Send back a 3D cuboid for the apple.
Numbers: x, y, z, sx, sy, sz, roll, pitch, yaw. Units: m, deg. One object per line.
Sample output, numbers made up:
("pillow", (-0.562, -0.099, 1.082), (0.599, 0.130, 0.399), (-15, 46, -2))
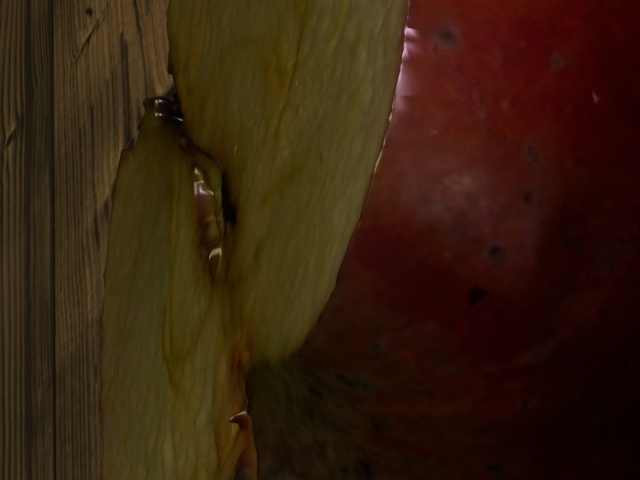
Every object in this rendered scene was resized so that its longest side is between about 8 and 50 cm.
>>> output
("apple", (0.000, 0.000, 0.734), (0.328, 0.295, 0.365), (-32, 28, 6))
